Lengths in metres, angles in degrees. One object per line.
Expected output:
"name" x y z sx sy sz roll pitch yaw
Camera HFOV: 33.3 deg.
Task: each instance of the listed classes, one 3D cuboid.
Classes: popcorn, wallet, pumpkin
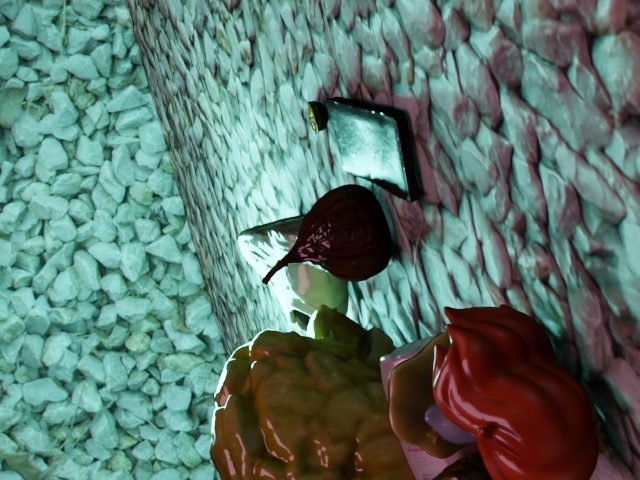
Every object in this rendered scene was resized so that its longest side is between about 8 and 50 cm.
"popcorn" 0.010 0.312 1.619 0.390 0.354 0.344 -118 28 -43
"wallet" 0.074 -0.134 1.514 0.244 0.025 0.124 -150 45 -64
"pumpkin" -0.003 -0.197 1.692 0.083 0.028 0.050 -168 60 -81

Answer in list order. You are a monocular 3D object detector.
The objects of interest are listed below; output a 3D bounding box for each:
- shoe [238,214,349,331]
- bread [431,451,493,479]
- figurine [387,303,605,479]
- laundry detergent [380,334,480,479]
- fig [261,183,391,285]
"shoe" -0.045 0.066 1.914 0.342 0.132 0.211 180 76 -69
"bread" 0.202 0.390 1.325 0.222 0.096 0.181 50 121 11
"figurine" 0.193 0.176 1.208 0.257 0.181 0.208 173 109 -66
"laundry detergent" 0.192 0.292 1.412 0.159 0.088 0.335 -18 93 32
"fig" 0.000 0.000 1.599 0.134 0.201 0.146 91 163 -70
